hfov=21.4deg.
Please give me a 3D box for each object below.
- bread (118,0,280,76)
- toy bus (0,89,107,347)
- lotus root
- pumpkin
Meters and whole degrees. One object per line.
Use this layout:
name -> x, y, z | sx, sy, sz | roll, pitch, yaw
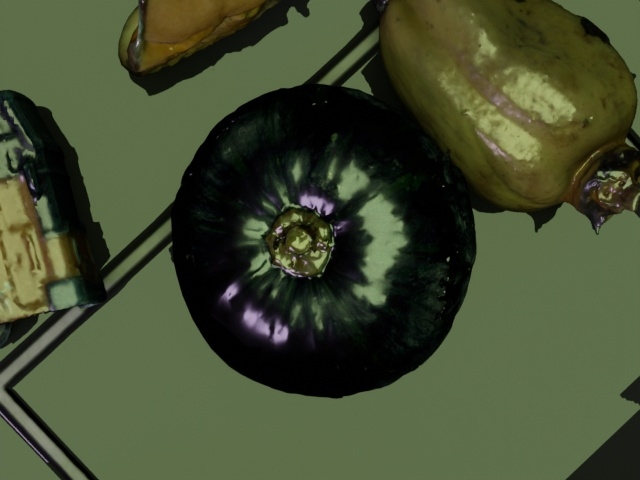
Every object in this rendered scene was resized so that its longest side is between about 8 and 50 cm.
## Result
bread -> -0.059, -0.226, 1.255 | 0.133, 0.174, 0.251 | 15, 86, -7
toy bus -> -0.335, 0.012, 1.242 | 0.323, 0.162, 0.194 | -15, 90, -2
lotus root -> 0.146, -0.117, 1.285 | 0.154, 0.140, 0.257 | -43, 87, 5
pumpkin -> 0.000, 0.000, 1.250 | 0.233, 0.163, 0.233 | 2, 96, 15
